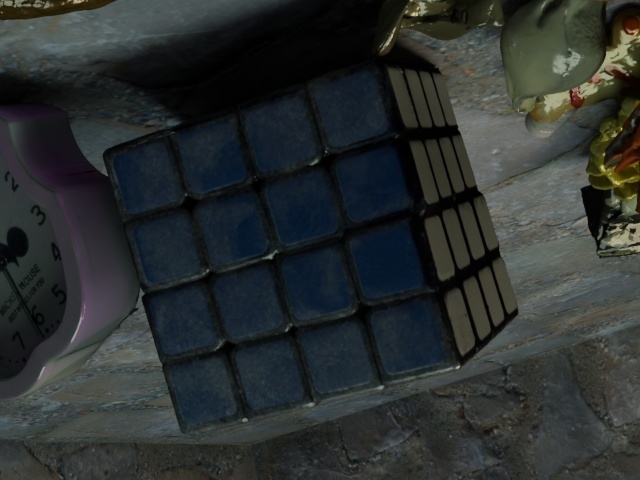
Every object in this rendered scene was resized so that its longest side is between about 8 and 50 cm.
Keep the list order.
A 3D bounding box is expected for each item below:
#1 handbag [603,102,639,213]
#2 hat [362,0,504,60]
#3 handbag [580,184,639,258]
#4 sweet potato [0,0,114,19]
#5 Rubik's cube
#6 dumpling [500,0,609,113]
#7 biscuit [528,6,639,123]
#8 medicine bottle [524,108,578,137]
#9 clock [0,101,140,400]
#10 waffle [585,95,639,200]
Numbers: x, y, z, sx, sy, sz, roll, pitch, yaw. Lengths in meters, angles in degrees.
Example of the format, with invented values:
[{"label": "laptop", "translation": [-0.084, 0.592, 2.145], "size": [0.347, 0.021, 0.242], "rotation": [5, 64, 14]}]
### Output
[{"label": "handbag", "translation": [0.480, -0.199, 1.290], "size": [0.303, 0.116, 0.410], "rotation": [-19, 155, -19]}, {"label": "hat", "translation": [0.096, -0.247, 1.355], "size": [0.147, 0.085, 0.175], "rotation": [-17, -172, -16]}, {"label": "handbag", "translation": [0.543, -0.135, 1.799], "size": [0.317, 0.180, 0.416], "rotation": [-7, 156, -4]}, {"label": "sweet potato", "translation": [-0.259, -0.233, 1.180], "size": [0.182, 0.053, 0.054], "rotation": [-4, 156, -20]}, {"label": "Rubik's cube", "translation": [0.000, 0.000, 1.470], "size": [0.344, 0.337, 0.344], "rotation": [-15, -179, 20]}, {"label": "dumpling", "translation": [0.283, -0.233, 1.446], "size": [0.155, 0.111, 0.181], "rotation": [-33, -176, -40]}, {"label": "biscuit", "translation": [0.368, -0.216, 1.556], "size": [0.234, 0.030, 0.153], "rotation": [-8, 138, 6]}, {"label": "medicine bottle", "translation": [0.312, -0.175, 1.710], "size": [0.052, 0.052, 0.089], "rotation": [-6, 162, -14]}, {"label": "clock", "translation": [-0.365, 0.008, 1.454], "size": [0.338, 0.338, 0.102], "rotation": [-23, 178, 34]}, {"label": "waffle", "translation": [0.467, -0.126, 1.612], "size": [0.250, 0.056, 0.261], "rotation": [6, 151, -9]}]
